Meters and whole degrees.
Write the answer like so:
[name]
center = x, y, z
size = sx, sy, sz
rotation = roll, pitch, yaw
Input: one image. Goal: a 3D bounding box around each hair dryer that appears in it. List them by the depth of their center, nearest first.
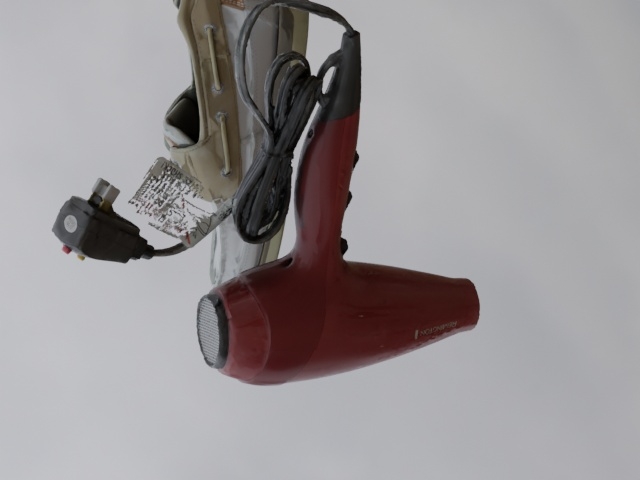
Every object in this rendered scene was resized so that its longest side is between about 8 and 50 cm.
[hair dryer]
center = 0.000, 0.000, 1.234
size = 0.293, 0.223, 0.080
rotation = 36, -161, -40

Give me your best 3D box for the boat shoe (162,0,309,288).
[boat shoe]
center = -0.079, -0.088, 1.591
size = 0.113, 0.103, 0.302
rotation = -114, 26, -59
